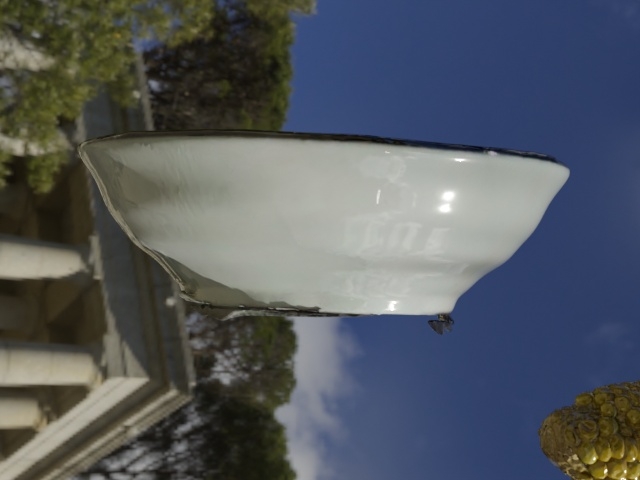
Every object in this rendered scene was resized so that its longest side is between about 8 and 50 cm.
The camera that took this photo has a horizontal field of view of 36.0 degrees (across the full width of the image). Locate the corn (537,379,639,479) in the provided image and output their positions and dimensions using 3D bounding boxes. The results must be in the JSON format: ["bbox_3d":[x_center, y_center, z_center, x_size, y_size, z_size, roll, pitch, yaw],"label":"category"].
[{"bbox_3d":[0.353,0.173,0.864,0.119,0.322,0.119,178,-90,-84],"label":"corn"}]

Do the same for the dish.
[{"bbox_3d":[0.000,0.000,0.633,0.316,0.316,0.106,1,-92,51],"label":"dish"}]
